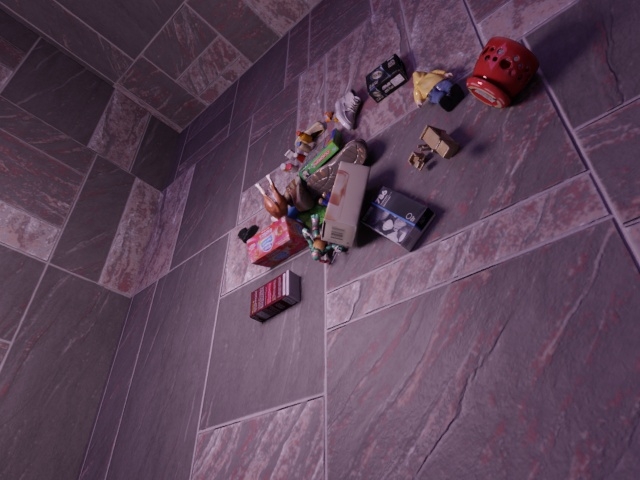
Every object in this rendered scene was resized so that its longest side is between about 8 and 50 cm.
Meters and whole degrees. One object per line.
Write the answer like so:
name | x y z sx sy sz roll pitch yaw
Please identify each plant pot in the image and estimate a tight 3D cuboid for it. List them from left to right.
plant pot | 0.604 -0.558 1.529 0.174 0.191 0.191 -57 35 12

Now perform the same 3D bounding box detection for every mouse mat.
mouse mat | -0.020 -0.126 2.020 0.152 0.007 0.189 -41 38 -7

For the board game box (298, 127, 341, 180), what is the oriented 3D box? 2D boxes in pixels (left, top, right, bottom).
board game box | 0.003 -0.411 2.121 0.213 0.046 0.317 -41 15 20

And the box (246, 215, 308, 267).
box | -0.195 0.012 2.029 0.256 0.128 0.123 -30 60 30

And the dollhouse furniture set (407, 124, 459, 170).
dollhouse furniture set | 0.425 -0.298 1.639 0.182 0.101 0.161 -112 38 -48

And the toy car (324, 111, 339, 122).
toy car | 0.060 -0.648 2.342 0.122 0.040 0.060 21 80 54

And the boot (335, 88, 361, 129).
boot | 0.143 -0.647 2.197 0.123 0.095 0.258 -43 36 28

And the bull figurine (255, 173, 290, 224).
bull figurine | -0.204 -0.167 2.003 0.101 0.189 0.310 -28 -6 -8

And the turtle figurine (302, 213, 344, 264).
turtle figurine | 0.000 0.000 1.825 0.118 0.175 0.234 126 162 -44

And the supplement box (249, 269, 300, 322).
supplement box | -0.195 0.239 1.919 0.239 0.073 0.130 -31 42 29

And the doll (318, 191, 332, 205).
doll | 0.078 -0.170 1.945 0.188 0.046 0.129 7 59 44

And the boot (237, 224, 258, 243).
boot | -0.386 -0.045 2.386 0.121 0.045 0.099 -54 33 3

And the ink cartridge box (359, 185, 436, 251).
ink cartridge box | 0.258 -0.095 1.669 0.165 0.065 0.332 -56 35 1

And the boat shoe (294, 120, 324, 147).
boat shoe | -0.057 -0.544 2.382 0.190 0.068 0.072 -40 55 24

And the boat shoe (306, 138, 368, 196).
boat shoe | 0.085 -0.322 2.015 0.355 0.132 0.130 -33 16 35

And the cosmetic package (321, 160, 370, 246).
cosmetic package | 0.099 -0.144 1.759 0.153 0.129 0.296 96 -171 -56

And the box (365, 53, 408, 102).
box | 0.307 -0.756 2.110 0.180 0.077 0.148 -30 43 32

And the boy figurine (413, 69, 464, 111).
boy figurine | 0.448 -0.611 1.826 0.177 0.092 0.285 -48 36 11

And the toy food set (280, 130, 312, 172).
toy food set | -0.134 -0.445 2.325 0.232 0.104 0.111 -45 60 19

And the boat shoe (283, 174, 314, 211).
boat shoe | -0.107 -0.200 2.085 0.116 0.123 0.324 -34 20 12

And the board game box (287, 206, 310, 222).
board game box | -0.107 -0.109 2.125 0.168 0.033 0.133 1 59 43
